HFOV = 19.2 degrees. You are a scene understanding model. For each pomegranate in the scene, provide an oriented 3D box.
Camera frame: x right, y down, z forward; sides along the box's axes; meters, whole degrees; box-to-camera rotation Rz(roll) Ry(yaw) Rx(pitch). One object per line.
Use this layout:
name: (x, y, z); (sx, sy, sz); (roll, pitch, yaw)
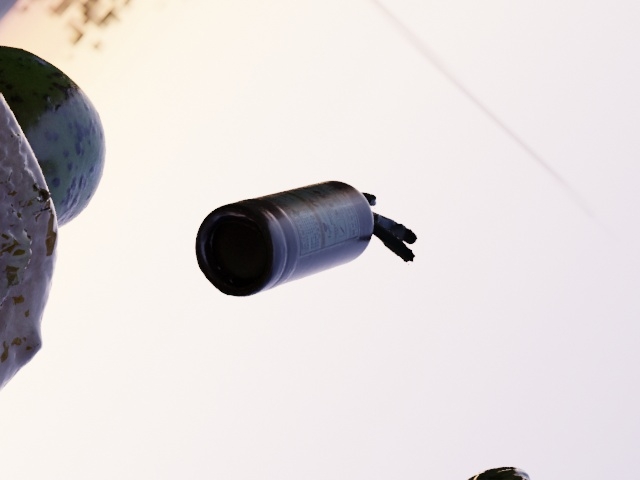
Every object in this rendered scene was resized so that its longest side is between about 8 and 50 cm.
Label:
pomegranate: (-0.299, -0.047, 1.667); (0.214, 0.214, 0.247); (-98, -169, -72)

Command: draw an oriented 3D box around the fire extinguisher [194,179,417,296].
fire extinguisher: (0.000, 0.000, 1.484); (0.231, 0.099, 0.071); (-14, 135, -60)

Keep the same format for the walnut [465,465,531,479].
walnut: (0.138, 0.219, 1.478); (0.092, 0.092, 0.092); (-45, -166, 15)

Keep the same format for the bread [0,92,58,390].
bread: (-0.283, 0.008, 1.201); (0.146, 0.268, 0.268); (11, -127, 34)
